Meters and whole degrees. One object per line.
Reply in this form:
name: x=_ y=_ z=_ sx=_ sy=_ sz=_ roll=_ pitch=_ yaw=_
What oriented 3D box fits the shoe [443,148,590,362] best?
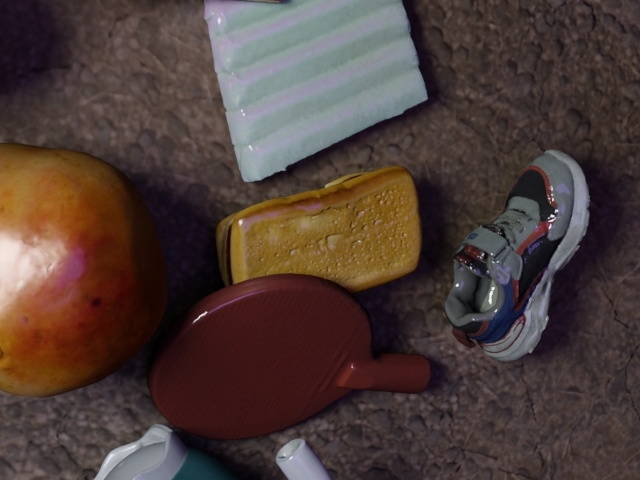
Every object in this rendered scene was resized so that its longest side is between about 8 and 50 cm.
shoe: x=0.181 y=0.010 z=1.082 sx=0.126 sy=0.099 sz=0.227 roll=12 pitch=99 yaw=-28

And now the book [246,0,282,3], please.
book: x=-0.110 y=-0.324 z=0.915 sx=0.162 sy=0.022 sz=0.231 roll=-1 pitch=93 yaw=-21

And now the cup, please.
cup: x=-0.128 y=0.266 z=0.969 sx=0.300 sy=0.167 sz=0.173 roll=-32 pitch=105 yaw=13

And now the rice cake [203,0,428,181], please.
rice cake: x=-0.003 y=-0.172 z=1.001 sx=0.198 sy=0.037 sz=0.189 roll=-19 pitch=106 yaw=-19

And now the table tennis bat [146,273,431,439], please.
table tennis bat: x=-0.019 y=0.119 z=1.016 sx=0.310 sy=0.038 sz=0.200 roll=10 pitch=124 yaw=-37

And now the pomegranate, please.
pomegranate: x=-0.223 y=0.020 z=0.853 sx=0.209 sy=0.209 sz=0.209 roll=-5 pitch=102 yaw=-23

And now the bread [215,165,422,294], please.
bread: x=0.000 y=0.000 z=1.014 sx=0.200 sy=0.077 sz=0.115 roll=-17 pitch=108 yaw=-21
